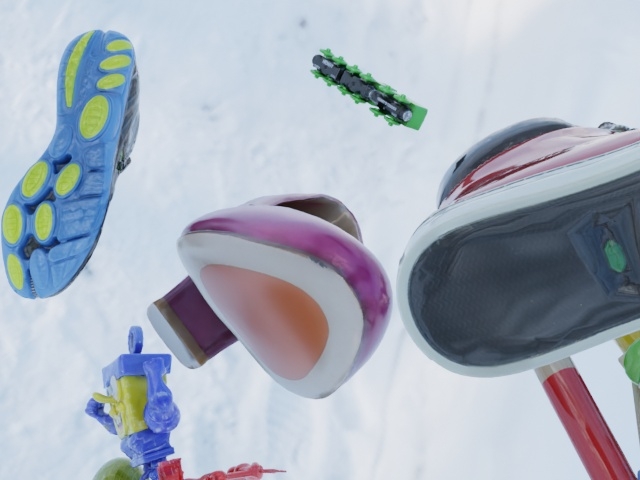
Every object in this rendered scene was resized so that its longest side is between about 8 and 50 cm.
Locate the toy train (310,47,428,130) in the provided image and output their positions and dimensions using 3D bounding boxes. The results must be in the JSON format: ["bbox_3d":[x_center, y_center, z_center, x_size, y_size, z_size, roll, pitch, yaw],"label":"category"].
[{"bbox_3d":[0.024,-0.078,0.671,0.023,0.017,0.083,12,18,-41],"label":"toy train"}]

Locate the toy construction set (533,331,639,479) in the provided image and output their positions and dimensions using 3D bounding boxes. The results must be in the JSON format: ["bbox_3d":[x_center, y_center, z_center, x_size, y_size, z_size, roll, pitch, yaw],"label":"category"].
[{"bbox_3d":[0.252,0.051,0.848,0.309,0.257,0.237,1,50,-36],"label":"toy construction set"}]

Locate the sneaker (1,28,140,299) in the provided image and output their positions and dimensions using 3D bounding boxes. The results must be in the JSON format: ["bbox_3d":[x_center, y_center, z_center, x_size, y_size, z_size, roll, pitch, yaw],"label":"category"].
[{"bbox_3d":[-0.153,-0.046,0.853,0.078,0.067,0.188,68,31,-63],"label":"sneaker"}]

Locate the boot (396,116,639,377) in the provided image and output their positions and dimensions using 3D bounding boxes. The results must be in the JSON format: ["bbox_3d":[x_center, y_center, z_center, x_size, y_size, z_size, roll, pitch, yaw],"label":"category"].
[{"bbox_3d":[0.158,-0.028,0.523,0.176,0.244,0.088,-55,130,-69],"label":"boot"}]

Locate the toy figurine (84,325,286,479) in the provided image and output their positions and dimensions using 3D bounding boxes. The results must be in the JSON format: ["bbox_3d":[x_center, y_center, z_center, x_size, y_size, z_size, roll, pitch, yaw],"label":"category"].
[{"bbox_3d":[-0.198,0.212,1.605,0.191,0.362,0.217,-8,79,-21],"label":"toy figurine"}]

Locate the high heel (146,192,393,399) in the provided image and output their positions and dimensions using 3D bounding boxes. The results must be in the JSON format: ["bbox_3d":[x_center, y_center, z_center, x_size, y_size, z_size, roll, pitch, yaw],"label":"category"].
[{"bbox_3d":[0.000,0.000,0.834,0.181,0.377,0.127,-37,100,-18],"label":"high heel"}]
